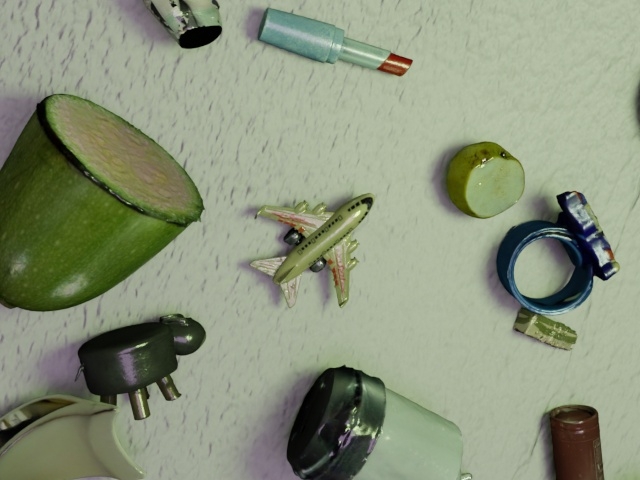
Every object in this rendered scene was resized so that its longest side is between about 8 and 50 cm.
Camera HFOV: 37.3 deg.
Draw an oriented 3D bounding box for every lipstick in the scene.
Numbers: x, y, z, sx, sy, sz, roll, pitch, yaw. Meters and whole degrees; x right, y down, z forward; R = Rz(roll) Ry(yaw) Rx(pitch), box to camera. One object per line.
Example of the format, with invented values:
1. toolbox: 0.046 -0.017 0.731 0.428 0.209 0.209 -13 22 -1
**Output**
1. lipstick: 0.030 -0.337 1.654 0.274 0.061 0.068 14 92 -14

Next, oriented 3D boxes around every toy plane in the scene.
1. toy plane: 0.000 0.000 1.676 0.244 0.092 0.229 -43 102 -5

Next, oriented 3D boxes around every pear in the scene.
1. pear: 0.292 -0.116 1.723 0.141 0.104 0.141 -9 123 -15

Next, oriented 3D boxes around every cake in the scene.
1. cake: 0.434 0.173 1.830 0.140 0.055 0.051 23 90 -32

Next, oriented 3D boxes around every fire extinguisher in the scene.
1. fire extinguisher: 0.502 0.462 1.842 0.105 0.105 0.268 -9 100 -11

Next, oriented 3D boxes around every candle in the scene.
1. candle: 0.121 0.378 1.687 0.343 0.221 0.221 29 90 -15

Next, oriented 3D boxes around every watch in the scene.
1. watch: 0.427 0.032 1.751 0.200 0.171 0.196 -32 91 5

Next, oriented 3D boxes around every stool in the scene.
1. stool: -0.296 0.212 1.604 0.228 0.153 0.139 -15 100 -10

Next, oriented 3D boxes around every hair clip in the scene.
1. hair clip: -0.453 0.347 1.596 0.282 0.113 0.172 -17 124 -4

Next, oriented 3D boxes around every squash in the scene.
1. squash: -0.393 -0.022 1.519 0.310 0.310 0.309 36 108 -14

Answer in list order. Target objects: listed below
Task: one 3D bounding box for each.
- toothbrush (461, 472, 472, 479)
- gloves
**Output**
1. toothbrush: 0.158 0.502 1.813 0.288 0.024 0.026 -21 87 -8
2. gloves: -0.245 -0.424 1.565 0.128 0.111 0.212 -26 73 -3
